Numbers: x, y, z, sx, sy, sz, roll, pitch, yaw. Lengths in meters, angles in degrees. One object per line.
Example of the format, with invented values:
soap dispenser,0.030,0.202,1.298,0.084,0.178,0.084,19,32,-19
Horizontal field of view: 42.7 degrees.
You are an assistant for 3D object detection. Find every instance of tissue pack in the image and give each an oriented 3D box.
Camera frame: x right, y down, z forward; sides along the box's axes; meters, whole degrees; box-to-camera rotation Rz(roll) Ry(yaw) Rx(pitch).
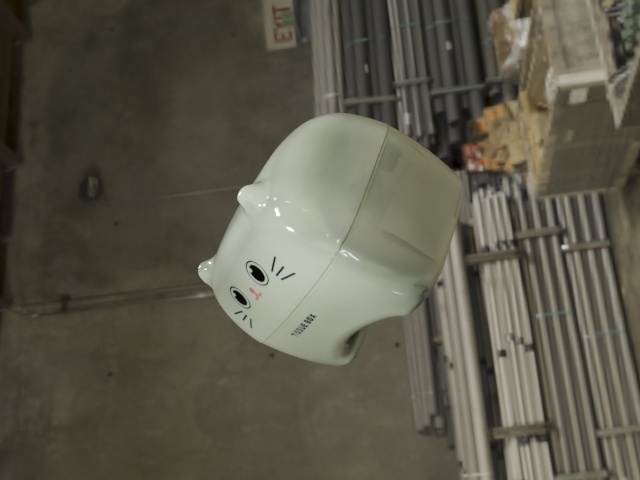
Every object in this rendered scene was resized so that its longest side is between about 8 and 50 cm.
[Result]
tissue pack,0.000,0.000,1.012,0.333,0.236,0.229,-51,14,57
